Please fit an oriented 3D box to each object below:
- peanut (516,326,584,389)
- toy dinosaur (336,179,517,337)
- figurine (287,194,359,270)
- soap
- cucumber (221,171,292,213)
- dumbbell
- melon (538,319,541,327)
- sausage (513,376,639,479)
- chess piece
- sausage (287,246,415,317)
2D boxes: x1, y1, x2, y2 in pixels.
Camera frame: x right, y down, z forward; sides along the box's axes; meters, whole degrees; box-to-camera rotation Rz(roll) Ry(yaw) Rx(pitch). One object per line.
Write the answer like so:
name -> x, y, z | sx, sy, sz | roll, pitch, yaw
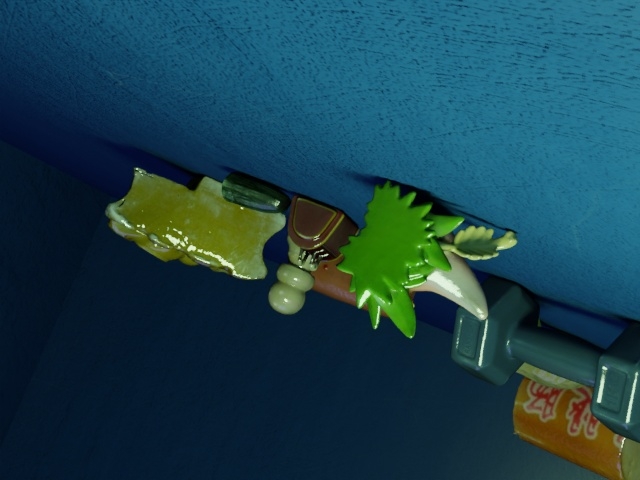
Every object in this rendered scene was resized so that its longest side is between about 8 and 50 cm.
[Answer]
peanut -> 0.384, 0.193, 1.946 | 0.274, 0.111, 0.125 | 20, 161, -9
toy dinosaur -> 0.108, 0.028, 1.172 | 0.194, 0.152, 0.177 | 28, -172, 39
figurine -> -0.001, 0.000, 1.611 | 0.082, 0.098, 0.154 | 18, 172, 17
soap -> -0.253, -0.034, 2.014 | 0.304, 0.169, 0.338 | 24, 174, -13
cucumber -> -0.092, -0.066, 1.594 | 0.105, 0.048, 0.048 | 20, 175, 21
dumbbell -> 0.338, 0.159, 1.480 | 0.316, 0.144, 0.156 | 19, 167, 43
melon -> 0.294, 0.137, 1.722 | 0.064, 0.118, 0.209 | 9, 165, -11
sausage -> 0.598, 0.382, 2.313 | 0.287, 0.233, 0.233 | 19, 174, 43
chess piece -> -0.036, 0.054, 1.945 | 0.094, 0.170, 0.094 | 21, 175, 2
sausage -> 0.054, 0.067, 2.055 | 0.259, 0.114, 0.113 | 20, 175, 21
